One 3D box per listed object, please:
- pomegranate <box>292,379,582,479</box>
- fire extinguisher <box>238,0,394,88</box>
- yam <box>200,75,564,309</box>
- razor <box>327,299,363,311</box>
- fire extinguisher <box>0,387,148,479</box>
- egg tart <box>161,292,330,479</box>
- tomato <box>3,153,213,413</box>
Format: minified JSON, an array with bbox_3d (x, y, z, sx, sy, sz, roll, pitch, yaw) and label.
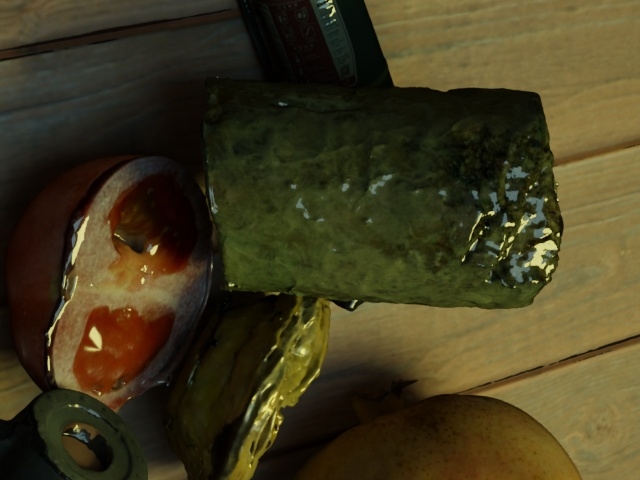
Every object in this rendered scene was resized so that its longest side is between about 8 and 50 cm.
[{"bbox_3d":[0.109,0.280,1.781,0.319,0.319,0.319,-12,113,-30],"label":"pomegranate"},{"bbox_3d":[-0.018,-0.225,1.618,0.093,0.118,0.294,-60,137,-46],"label":"fire extinguisher"},{"bbox_3d":[0.047,-0.038,1.569,0.300,0.195,0.195,3,108,0],"label":"yam"},{"bbox_3d":[0.000,0.000,1.734,0.148,0.054,0.090,36,85,-38],"label":"razor"},{"bbox_3d":[-0.316,0.261,1.557,0.200,0.113,0.376,39,116,-3],"label":"fire extinguisher"},{"bbox_3d":[-0.072,0.131,1.661,0.106,0.241,0.241,28,91,-2],"label":"egg tart"},{"bbox_3d":[-0.188,0.028,1.587,0.199,0.112,0.228,10,98,-55],"label":"tomato"}]
